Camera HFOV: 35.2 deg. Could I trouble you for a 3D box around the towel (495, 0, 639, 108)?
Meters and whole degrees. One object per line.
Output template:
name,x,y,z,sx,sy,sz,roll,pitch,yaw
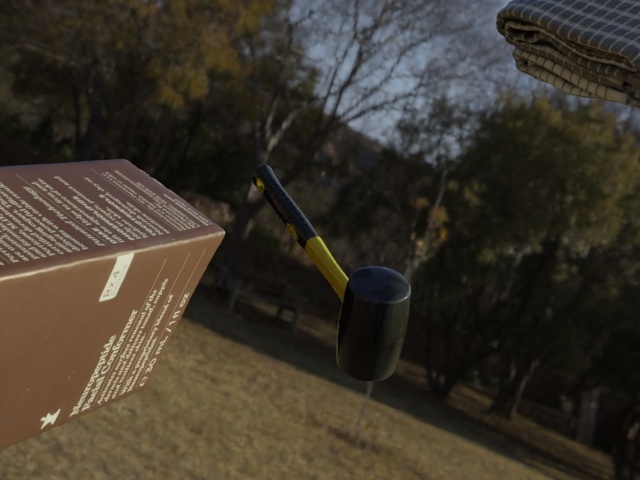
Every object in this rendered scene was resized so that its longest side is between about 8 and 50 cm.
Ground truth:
towel,0.358,-0.259,1.110,0.121,0.235,0.283,59,-9,-30

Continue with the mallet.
mallet,0.000,0.000,0.620,0.039,0.062,0.190,-9,45,-24

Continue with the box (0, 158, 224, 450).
box,-0.250,0.052,0.791,0.143,0.191,0.381,35,19,18
